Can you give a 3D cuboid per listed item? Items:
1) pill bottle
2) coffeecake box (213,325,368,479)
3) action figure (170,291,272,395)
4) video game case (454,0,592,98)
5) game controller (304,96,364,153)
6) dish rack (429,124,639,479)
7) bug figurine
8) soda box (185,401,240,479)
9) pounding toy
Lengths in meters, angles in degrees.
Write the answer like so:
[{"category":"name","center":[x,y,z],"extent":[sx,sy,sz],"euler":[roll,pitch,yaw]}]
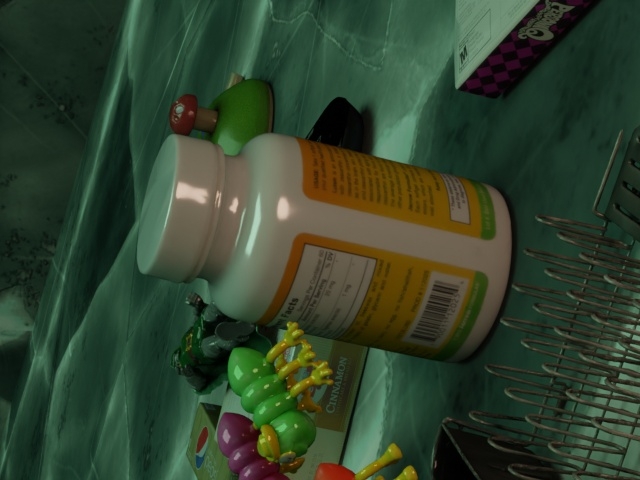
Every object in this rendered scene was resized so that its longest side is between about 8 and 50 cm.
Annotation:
[{"category":"pill bottle","center":[0.000,0.000,1.142],"extent":[0.136,0.245,0.136],"euler":[-167,90,-73]},{"category":"coffeecake box","center":[-0.030,0.140,1.446],"extent":[0.185,0.068,0.142],"euler":[-160,84,-73]},{"category":"action figure","center":[-0.102,0.092,1.501],"extent":[0.232,0.063,0.137],"euler":[133,145,-65]},{"category":"video game case","center":[0.163,-0.245,1.142],"extent":[0.232,0.042,0.210],"euler":[132,146,-58]},{"category":"game controller","center":[-0.037,-0.007,1.580],"extent":[0.319,0.067,0.166],"euler":[128,150,-54]},{"category":"dish rack","center":[0.156,0.064,0.893],"extent":[0.208,0.074,0.271],"euler":[-127,51,-67]},{"category":"bug figurine","center":[-0.007,0.187,1.139],"extent":[0.216,0.072,0.279],"euler":[58,161,21]},{"category":"soda box","center":[-0.086,0.221,1.589],"extent":[0.181,0.058,0.061],"euler":[-136,60,-71]},{"category":"pounding toy","center":[-0.143,-0.119,1.928],"extent":[0.237,0.110,0.183],"euler":[-140,63,-71]}]
